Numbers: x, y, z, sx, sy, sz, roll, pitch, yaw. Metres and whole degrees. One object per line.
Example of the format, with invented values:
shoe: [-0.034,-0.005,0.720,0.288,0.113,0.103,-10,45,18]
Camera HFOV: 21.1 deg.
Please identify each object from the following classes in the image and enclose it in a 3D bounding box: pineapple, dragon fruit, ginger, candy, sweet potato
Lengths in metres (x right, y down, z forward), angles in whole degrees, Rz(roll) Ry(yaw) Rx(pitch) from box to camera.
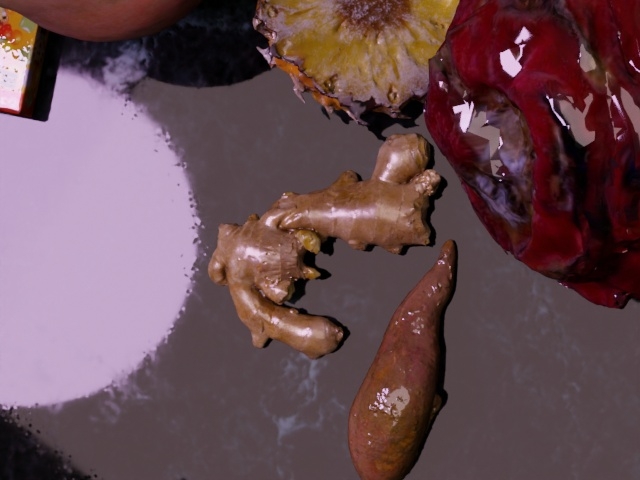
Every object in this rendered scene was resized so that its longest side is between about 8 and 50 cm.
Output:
pineapple: [0.033,-0.199,1.354,0.221,0.047,0.221,1,88,-16]
dragon fruit: [0.237,-0.103,1.208,0.329,0.329,0.329,0,88,9]
ginger: [0.000,0.000,1.375,0.176,0.052,0.193,9,90,4]
candy: [-0.262,-0.168,1.429,0.062,0.038,0.122,11,90,9]
sweet potato: [0.067,0.106,1.356,0.068,0.068,0.226,17,90,9]

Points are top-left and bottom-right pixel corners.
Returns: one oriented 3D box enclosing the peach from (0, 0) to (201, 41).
peach: [-0.187,-0.275,1.275,0.247,0.292,0.292,-44,82,-3]
